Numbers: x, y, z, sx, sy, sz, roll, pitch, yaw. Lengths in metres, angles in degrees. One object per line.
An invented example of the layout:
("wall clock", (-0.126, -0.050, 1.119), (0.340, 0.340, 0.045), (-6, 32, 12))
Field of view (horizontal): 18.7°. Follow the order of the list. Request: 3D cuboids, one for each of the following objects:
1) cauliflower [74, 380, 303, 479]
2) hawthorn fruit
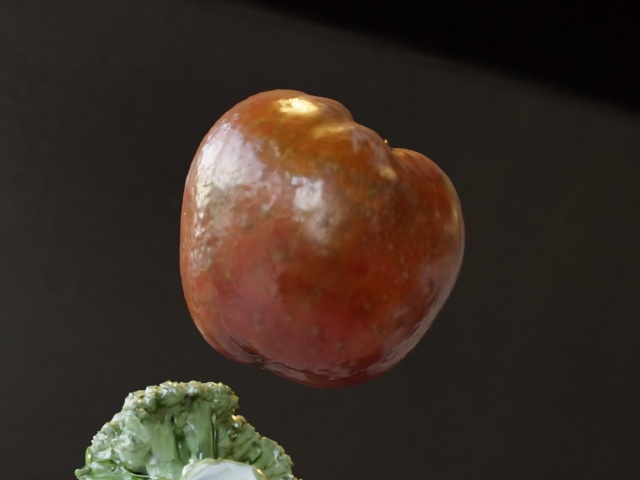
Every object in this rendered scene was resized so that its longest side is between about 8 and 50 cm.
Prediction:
("cauliflower", (-0.070, 0.241, 1.337), (0.275, 0.272, 0.250), (28, -28, 10))
("hawthorn fruit", (0.000, 0.000, 1.844), (0.284, 0.284, 0.284), (12, -14, 3))
